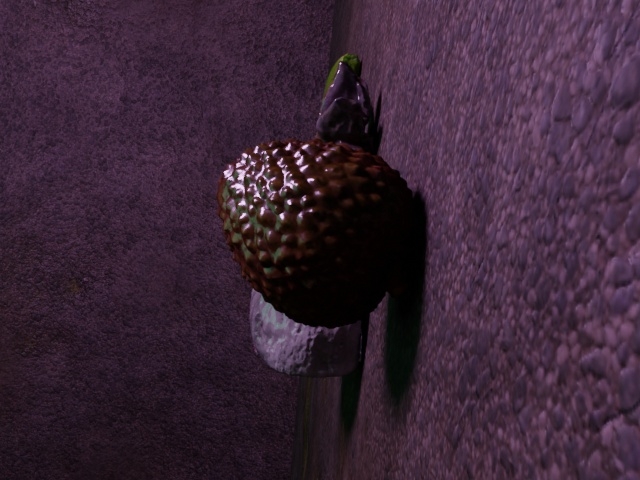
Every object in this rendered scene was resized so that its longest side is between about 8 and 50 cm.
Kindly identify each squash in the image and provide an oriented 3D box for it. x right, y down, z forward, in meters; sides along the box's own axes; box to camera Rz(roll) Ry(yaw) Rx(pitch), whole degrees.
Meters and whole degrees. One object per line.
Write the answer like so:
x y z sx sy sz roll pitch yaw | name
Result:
0.048 -0.378 1.731 0.292 0.082 0.082 103 172 -62 | squash

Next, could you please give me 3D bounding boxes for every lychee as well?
-0.004 -0.016 0.831 0.236 0.271 0.236 -57 -4 -6 | lychee

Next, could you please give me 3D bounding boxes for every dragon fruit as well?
-0.029 0.098 1.227 0.283 0.203 0.221 -95 7 -65 | dragon fruit

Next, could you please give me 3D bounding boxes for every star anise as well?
0.045 -0.175 1.273 0.332 0.117 0.332 3 -90 -85 | star anise
